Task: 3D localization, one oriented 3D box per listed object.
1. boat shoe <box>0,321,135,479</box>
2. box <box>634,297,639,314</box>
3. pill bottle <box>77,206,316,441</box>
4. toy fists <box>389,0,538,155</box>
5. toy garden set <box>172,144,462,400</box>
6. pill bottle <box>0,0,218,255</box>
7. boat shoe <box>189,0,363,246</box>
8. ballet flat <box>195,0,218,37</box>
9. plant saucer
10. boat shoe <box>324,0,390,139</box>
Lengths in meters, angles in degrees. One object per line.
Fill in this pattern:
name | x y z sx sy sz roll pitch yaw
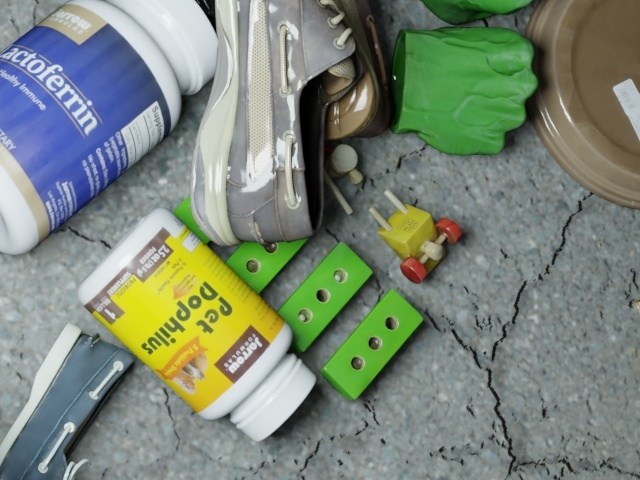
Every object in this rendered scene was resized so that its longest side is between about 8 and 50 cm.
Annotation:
boat shoe | -0.241 0.195 1.555 0.079 0.095 0.254 25 61 -2
box | 0.442 0.102 1.871 0.201 0.021 0.164 -21 86 -24
pill bottle | -0.108 0.080 1.615 0.215 0.117 0.117 44 67 -6
toy fists | 0.146 -0.220 1.797 0.142 0.096 0.279 5 77 -9
toy garden set | 0.000 0.000 1.715 0.244 0.049 0.204 44 69 -5
pill bottle | -0.221 -0.122 1.601 0.265 0.153 0.153 -43 95 -24
boat shoe | -0.023 -0.165 1.613 0.130 0.132 0.355 8 92 14
ballet flat | -0.106 -0.213 1.721 0.173 0.049 0.057 45 66 -7
plant saucer | 0.343 -0.170 1.887 0.278 0.041 0.278 5 77 -20
boat shoe | -0.014 -0.254 1.743 0.123 0.123 0.342 1 63 -63
